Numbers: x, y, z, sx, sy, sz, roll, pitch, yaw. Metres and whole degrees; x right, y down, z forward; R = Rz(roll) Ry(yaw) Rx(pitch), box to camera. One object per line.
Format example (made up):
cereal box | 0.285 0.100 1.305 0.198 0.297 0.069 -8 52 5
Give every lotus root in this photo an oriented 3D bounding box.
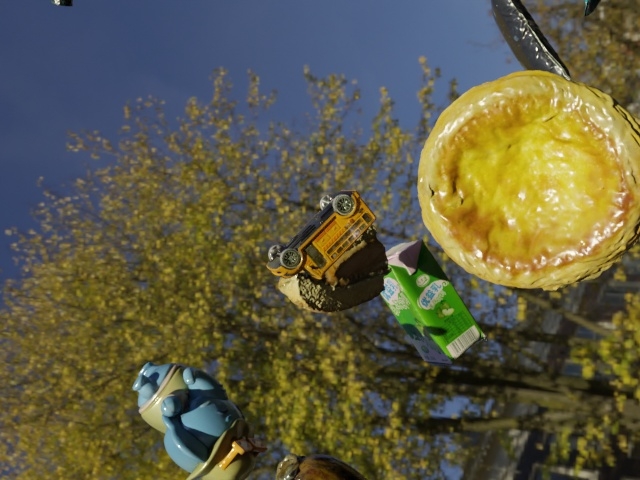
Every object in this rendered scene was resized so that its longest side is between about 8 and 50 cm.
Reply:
lotus root | 0.027 0.371 1.059 0.209 0.120 0.120 44 -140 4

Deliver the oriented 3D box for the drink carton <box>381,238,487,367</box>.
drink carton | 0.228 0.137 1.697 0.108 0.161 0.271 -34 -86 -17

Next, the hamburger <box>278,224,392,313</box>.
hamburger | 0.007 0.066 1.373 0.208 0.155 0.135 -35 -68 -40

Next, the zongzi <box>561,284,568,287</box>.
zongzi | 0.537 0.039 1.692 0.052 0.104 0.113 45 -169 -22

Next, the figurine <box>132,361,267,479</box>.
figurine | -0.214 0.299 1.281 0.154 0.262 0.180 -46 -10 -23

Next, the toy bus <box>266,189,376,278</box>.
toy bus | 0.000 0.000 1.108 0.162 0.069 0.074 -45 -73 -11

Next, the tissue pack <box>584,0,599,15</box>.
tissue pack | 0.406 -0.383 1.147 0.138 0.028 0.085 -51 -42 -58

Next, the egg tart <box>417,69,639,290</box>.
egg tart | 0.296 -0.084 1.070 0.128 0.319 0.318 -34 -60 -64

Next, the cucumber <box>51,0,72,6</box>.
cucumber | -0.361 -0.400 1.091 0.032 0.032 0.133 -26 -48 -55

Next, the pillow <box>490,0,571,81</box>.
pillow | 0.340 -0.319 1.255 0.208 0.055 0.141 61 -172 11
